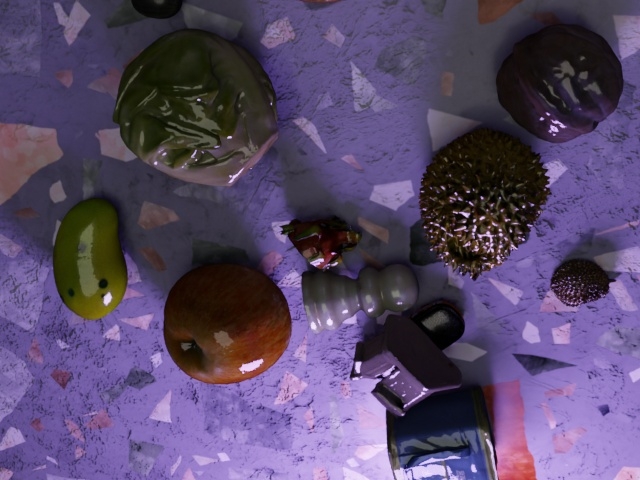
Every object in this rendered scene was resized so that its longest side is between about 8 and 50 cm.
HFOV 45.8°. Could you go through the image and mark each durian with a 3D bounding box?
[{"bbox_3d":[0.312,-0.073,1.503,0.258,0.258,0.293,23,128,0],"label":"durian"},{"bbox_3d":[0.568,0.100,1.621,0.140,0.071,0.111,-5,114,8],"label":"durian"}]

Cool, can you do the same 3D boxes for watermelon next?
[{"bbox_3d":[-0.331,-0.485,1.515,0.110,0.078,0.078,7,116,8],"label":"watermelon"}]

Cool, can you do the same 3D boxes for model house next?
[{"bbox_3d":[0.173,0.296,1.685,0.229,0.122,0.188,43,120,-6],"label":"model house"}]

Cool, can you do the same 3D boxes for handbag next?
[{"bbox_3d":[0.288,0.494,1.775,0.240,0.222,0.263,-13,110,11],"label":"handbag"}]

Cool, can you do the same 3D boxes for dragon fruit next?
[{"bbox_3d":[0.000,0.000,1.666,0.174,0.138,0.142,-23,153,-10],"label":"dragon fruit"}]

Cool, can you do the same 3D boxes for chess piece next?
[{"bbox_3d":[0.094,0.117,1.689,0.251,0.144,0.145,-11,112,10],"label":"chess piece"}]

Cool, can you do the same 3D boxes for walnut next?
[{"bbox_3d":[0.439,-0.293,1.395,0.224,0.224,0.224,4,115,9],"label":"walnut"}]

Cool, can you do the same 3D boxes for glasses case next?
[{"bbox_3d":[0.211,0.234,1.751,0.266,0.067,0.103,-34,103,24],"label":"glasses case"}]

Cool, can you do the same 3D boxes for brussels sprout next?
[{"bbox_3d":[-0.252,-0.256,1.518,0.327,0.247,0.328,6,115,12],"label":"brussels sprout"}]

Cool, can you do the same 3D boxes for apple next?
[{"bbox_3d":[-0.223,0.197,1.717,0.309,0.250,0.278,-27,108,24],"label":"apple"}]

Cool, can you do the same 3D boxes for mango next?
[{"bbox_3d":[-0.537,0.044,1.770,0.175,0.143,0.293,7,106,6],"label":"mango"}]

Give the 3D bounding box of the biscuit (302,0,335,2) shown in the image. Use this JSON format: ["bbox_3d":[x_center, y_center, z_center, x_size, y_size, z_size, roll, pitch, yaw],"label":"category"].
[{"bbox_3d":[-0.038,-0.641,1.393,0.364,0.062,0.385,9,116,9],"label":"biscuit"}]
